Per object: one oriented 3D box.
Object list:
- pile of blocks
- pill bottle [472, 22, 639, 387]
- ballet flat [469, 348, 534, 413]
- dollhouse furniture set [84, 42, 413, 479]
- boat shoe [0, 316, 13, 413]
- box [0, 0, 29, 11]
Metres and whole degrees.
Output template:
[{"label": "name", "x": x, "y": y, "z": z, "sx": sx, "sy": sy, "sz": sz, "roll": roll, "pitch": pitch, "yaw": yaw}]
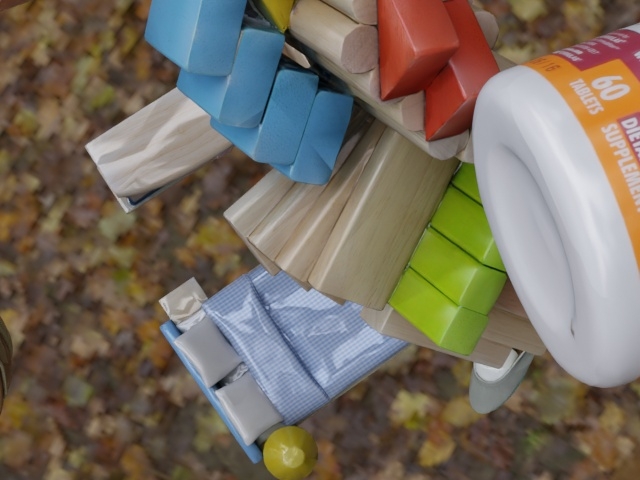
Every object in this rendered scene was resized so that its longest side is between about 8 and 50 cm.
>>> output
[{"label": "pile of blocks", "x": 0.029, "y": -0.046, "z": 0.704, "sx": 0.149, "sy": 0.362, "sz": 0.112, "roll": -44, "pitch": 38, "yaw": -5}, {"label": "pill bottle", "x": 0.177, "y": -0.037, "z": 0.616, "sx": 0.221, "sy": 0.121, "sz": 0.121, "roll": -20, "pitch": 51, "yaw": -8}, {"label": "ballet flat", "x": 0.217, "y": 0.098, "z": 1.892, "sx": 0.213, "sy": 0.068, "sz": 0.072, "roll": -55, "pitch": 44, "yaw": 12}, {"label": "dollhouse furniture set", "x": 0.000, "y": 0.000, "z": 1.321, "sx": 0.286, "sy": 0.198, "sz": 0.303, "roll": -33, "pitch": 92, "yaw": -5}, {"label": "boat shoe", "x": -0.398, "y": 0.082, "z": 1.755, "sx": 0.123, "sy": 0.324, "sz": 0.120, "roll": -22, "pitch": 50, "yaw": 3}, {"label": "box", "x": -0.171, "y": -0.362, "z": 1.321, "sx": 0.345, "sy": 0.168, "sz": 0.215, "roll": -42, "pitch": 5, "yaw": 17}]
